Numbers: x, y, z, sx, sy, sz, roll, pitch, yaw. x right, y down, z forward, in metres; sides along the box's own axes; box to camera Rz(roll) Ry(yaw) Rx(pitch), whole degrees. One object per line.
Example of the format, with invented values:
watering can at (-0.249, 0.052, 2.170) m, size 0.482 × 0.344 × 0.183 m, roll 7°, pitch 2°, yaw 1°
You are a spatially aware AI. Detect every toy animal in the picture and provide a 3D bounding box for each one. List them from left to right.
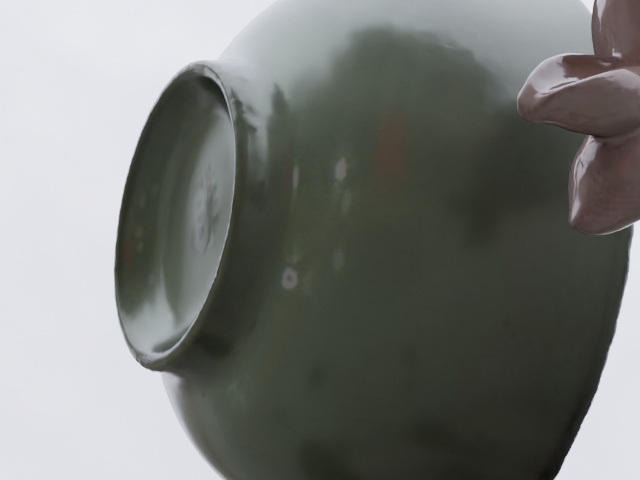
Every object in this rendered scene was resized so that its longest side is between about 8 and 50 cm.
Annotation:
toy animal at (0.170, -0.090, 0.827) m, size 0.124 × 0.212 × 0.124 m, roll 13°, pitch -42°, yaw 12°

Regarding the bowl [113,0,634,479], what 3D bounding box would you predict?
bowl at (0.000, 0.000, 1.058) m, size 0.185 × 0.354 × 0.354 m, roll 11°, pitch -30°, yaw -26°
